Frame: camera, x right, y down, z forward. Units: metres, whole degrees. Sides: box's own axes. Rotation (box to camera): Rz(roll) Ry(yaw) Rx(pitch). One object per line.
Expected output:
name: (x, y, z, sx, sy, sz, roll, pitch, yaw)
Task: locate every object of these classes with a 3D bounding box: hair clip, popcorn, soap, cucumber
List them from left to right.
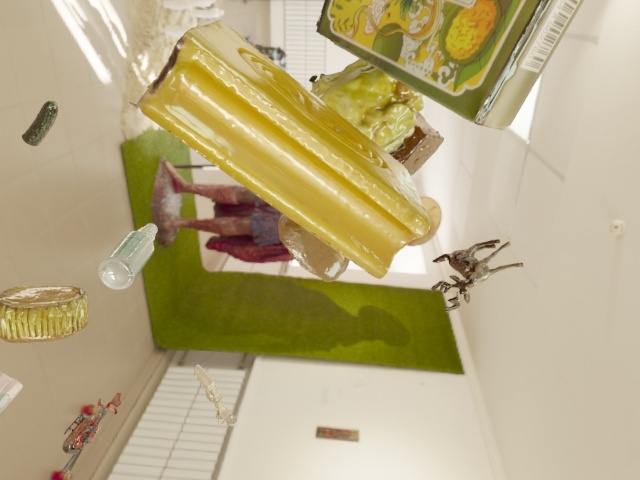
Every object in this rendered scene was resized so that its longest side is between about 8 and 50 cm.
cucumber: (-0.895, -0.383, 1.573, 0.058, 0.214, 0.052, 13, 54, -46)
hair clip: (-0.317, 0.471, 1.474, 0.034, 0.072, 0.226, -41, 118, -48)
soap: (-0.031, -0.115, 0.572, 0.096, 0.324, 0.204, -48, -160, 21)
popcorn: (0.090, -0.300, 1.108, 0.252, 0.286, 0.215, -113, -179, -56)

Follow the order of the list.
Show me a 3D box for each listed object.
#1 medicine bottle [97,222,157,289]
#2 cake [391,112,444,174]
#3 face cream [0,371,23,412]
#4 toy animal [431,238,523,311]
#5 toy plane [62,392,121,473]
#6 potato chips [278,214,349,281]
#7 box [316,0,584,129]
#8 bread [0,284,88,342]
medicine bottle: (-0.611, 0.030, 1.605, 0.352, 0.110, 0.110, -92, -177, -66)
cake: (0.186, -0.324, 1.417, 0.199, 0.293, 0.196, -46, 165, 30)
face cream: (-0.905, 0.450, 1.308, 0.057, 0.084, 0.198, -49, -170, 38)
toy animal: (0.394, 0.085, 1.294, 0.243, 0.259, 0.087, -135, -160, -78)
toy plane: (-0.389, 0.315, 0.827, 0.145, 0.037, 0.060, -50, -150, -7)
potato chips: (0.000, 0.000, 1.096, 0.150, 0.049, 0.202, -48, 113, -28)
box: (0.220, -0.442, 0.801, 0.138, 0.420, 0.373, -7, 131, -45)
bread: (-0.865, 0.226, 1.527, 0.227, 0.253, 0.143, -160, -106, -68)
